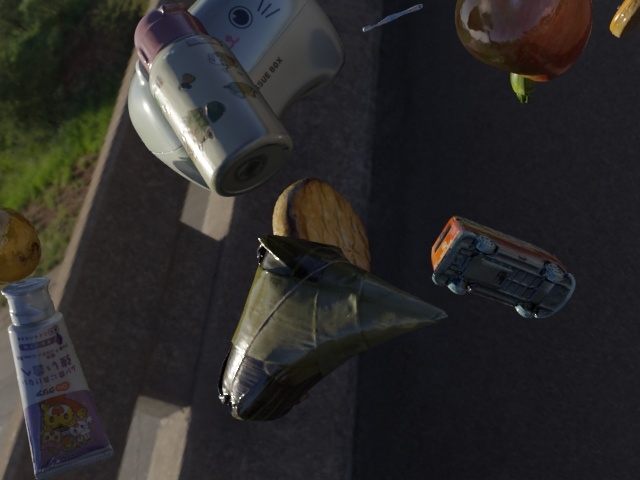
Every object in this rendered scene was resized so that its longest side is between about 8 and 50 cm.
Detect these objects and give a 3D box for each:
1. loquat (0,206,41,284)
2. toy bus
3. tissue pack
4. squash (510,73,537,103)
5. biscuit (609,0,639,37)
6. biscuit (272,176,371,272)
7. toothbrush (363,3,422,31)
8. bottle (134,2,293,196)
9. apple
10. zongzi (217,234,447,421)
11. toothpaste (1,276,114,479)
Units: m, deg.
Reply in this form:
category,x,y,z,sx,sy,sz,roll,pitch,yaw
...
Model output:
category,x,y,z,sx,sy,sz,roll,pitch,yaw
loquat,-0.543,0.010,1.131,0.141,0.141,0.141,-27,48,35
toy bus,0.337,0.048,1.258,0.120,0.265,0.121,-97,30,-57
tissue pack,-0.144,-0.261,1.057,0.333,0.236,0.229,-53,26,-14
squash,0.471,-0.434,1.519,0.069,0.069,0.258,-123,30,-49
biscuit,0.677,-0.513,1.425,0.050,0.170,0.170,44,103,15
biscuit,0.000,0.000,1.588,0.102,0.296,0.297,-26,48,36
toothbrush,0.185,-0.569,1.726,0.162,0.014,0.017,-18,41,12
bottle,-0.145,-0.184,0.844,0.120,0.120,0.253,-41,71,22
apple,0.304,-0.339,1.012,0.209,0.209,0.164,55,131,50
zongzi,0.005,0.168,0.967,0.317,0.154,0.290,25,100,44
toothpaste,-0.390,0.204,0.979,0.073,0.113,0.299,22,124,63
